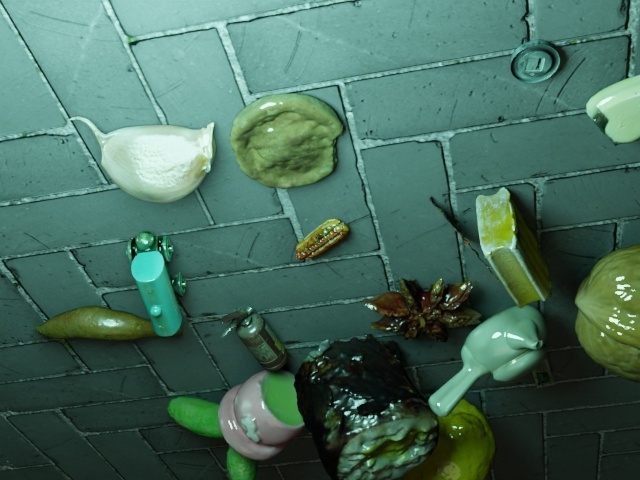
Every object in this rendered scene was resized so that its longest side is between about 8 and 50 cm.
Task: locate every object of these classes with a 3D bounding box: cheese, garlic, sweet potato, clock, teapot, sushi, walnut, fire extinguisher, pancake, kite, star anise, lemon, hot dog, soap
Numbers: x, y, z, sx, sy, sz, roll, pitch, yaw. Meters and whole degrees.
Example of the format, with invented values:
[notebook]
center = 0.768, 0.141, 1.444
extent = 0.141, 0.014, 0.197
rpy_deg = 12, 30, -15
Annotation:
[cheese]
center = 0.596, -0.262, 1.538
extent = 0.251, 0.054, 0.127
rpy_deg = -31, 132, 31
[garlic]
center = -0.330, -0.145, 1.640
extent = 0.266, 0.149, 0.128
rpy_deg = 3, 178, -11
[sweet potato]
center = -0.497, 0.196, 2.077
extent = 0.346, 0.079, 0.108
rpy_deg = 3, 170, -7
[clock]
center = 0.364, -0.304, 1.507
extent = 0.085, 0.017, 0.085
rpy_deg = -1, 141, -1
[teapot]
center = 0.393, 0.277, 2.063
extent = 0.318, 0.149, 0.220
rpy_deg = -37, 160, 17
[sushi]
center = 0.099, 0.410, 2.137
extent = 0.299, 0.294, 0.281
rpy_deg = 0, 131, -25
[walnut]
center = 0.702, 0.153, 1.882
extent = 0.332, 0.333, 0.333
rpy_deg = -1, 141, 0
[fire extinguisher]
center = -0.160, 0.234, 2.099
extent = 0.075, 0.106, 0.252
rpy_deg = 4, 146, 26
[pancake]
center = -0.063, -0.177, 1.639
extent = 0.222, 0.042, 0.236
rpy_deg = 13, 141, -22
[kite]
center = 0.296, 0.001, 1.795
extent = 0.009, 0.232, 0.189
rpy_deg = -40, 175, 7
[star anise]
center = 0.237, 0.158, 2.031
extent = 0.288, 0.088, 0.288
rpy_deg = -1, 139, -1
[lemon]
center = 0.333, 0.576, 2.408
extent = 0.285, 0.285, 0.316
rpy_deg = 14, 110, -18
[hot dog]
center = 0.000, 0.002, 1.866
extent = 0.062, 0.038, 0.144
rpy_deg = 28, 133, -32
[soap]
center = 0.401, 0.030, 1.812
extent = 0.080, 0.160, 0.257
rpy_deg = -17, 138, 22

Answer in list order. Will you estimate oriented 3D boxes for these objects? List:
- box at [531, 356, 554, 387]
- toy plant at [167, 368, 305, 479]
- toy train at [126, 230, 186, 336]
[box]
center = 0.558, 0.313, 2.266
extent = 0.049, 0.041, 0.207
rpy_deg = -15, 140, 12
[toy plant]
center = -0.203, 0.465, 2.333
extent = 0.317, 0.210, 0.356
rpy_deg = 47, 134, -3
[toy train]
center = -0.349, 0.095, 1.886
extent = 0.101, 0.159, 0.248
rpy_deg = -7, 140, 0
